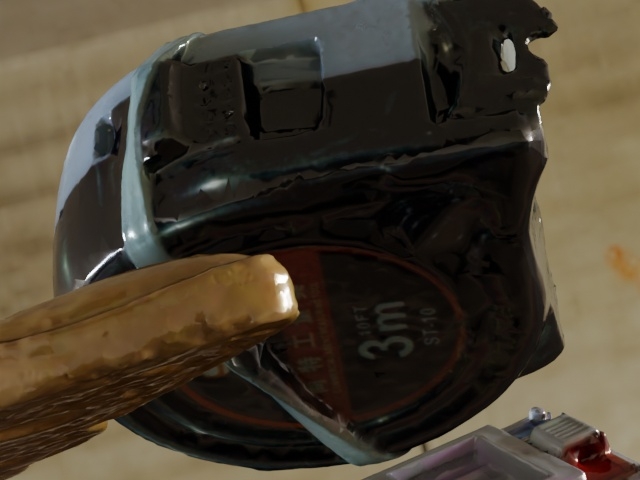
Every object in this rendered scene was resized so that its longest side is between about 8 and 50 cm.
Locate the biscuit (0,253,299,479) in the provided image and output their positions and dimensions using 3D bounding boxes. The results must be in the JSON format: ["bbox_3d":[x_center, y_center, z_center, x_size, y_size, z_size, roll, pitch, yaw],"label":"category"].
[{"bbox_3d":[-0.112,0.051,0.475,0.250,0.035,0.162,-22,-5,25],"label":"biscuit"}]

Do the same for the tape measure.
[{"bbox_3d":[-0.005,0.001,0.677,0.181,0.107,0.182,-6,-38,3],"label":"tape measure"}]

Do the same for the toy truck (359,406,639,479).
[{"bbox_3d":[0.038,0.192,0.907,0.268,0.155,0.124,-19,25,-32],"label":"toy truck"}]
